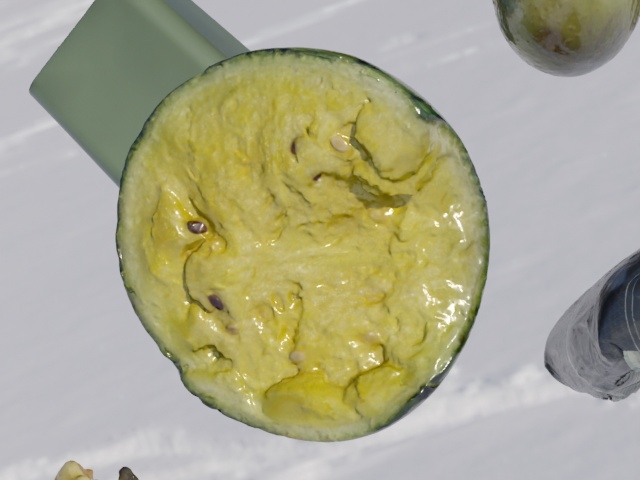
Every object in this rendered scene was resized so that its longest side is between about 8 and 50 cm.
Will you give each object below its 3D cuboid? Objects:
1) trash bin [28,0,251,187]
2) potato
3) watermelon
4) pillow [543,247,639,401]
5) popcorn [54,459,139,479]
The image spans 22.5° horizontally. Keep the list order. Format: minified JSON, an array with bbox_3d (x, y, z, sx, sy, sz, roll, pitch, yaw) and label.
[{"bbox_3d":[-0.153,-0.138,1.918,0.223,0.343,0.158,-48,-6,17],"label":"trash bin"},{"bbox_3d":[0.236,-0.250,1.540,0.159,0.174,0.251,13,18,19],"label":"potato"},{"bbox_3d":[0.000,0.000,1.388,0.331,0.330,0.189,-14,-3,27],"label":"watermelon"},{"bbox_3d":[0.271,0.056,1.325,0.161,0.092,0.335,-42,-7,-9],"label":"pillow"},{"bbox_3d":[-0.214,0.303,1.524,0.180,0.180,0.170,-3,46,56],"label":"popcorn"}]
